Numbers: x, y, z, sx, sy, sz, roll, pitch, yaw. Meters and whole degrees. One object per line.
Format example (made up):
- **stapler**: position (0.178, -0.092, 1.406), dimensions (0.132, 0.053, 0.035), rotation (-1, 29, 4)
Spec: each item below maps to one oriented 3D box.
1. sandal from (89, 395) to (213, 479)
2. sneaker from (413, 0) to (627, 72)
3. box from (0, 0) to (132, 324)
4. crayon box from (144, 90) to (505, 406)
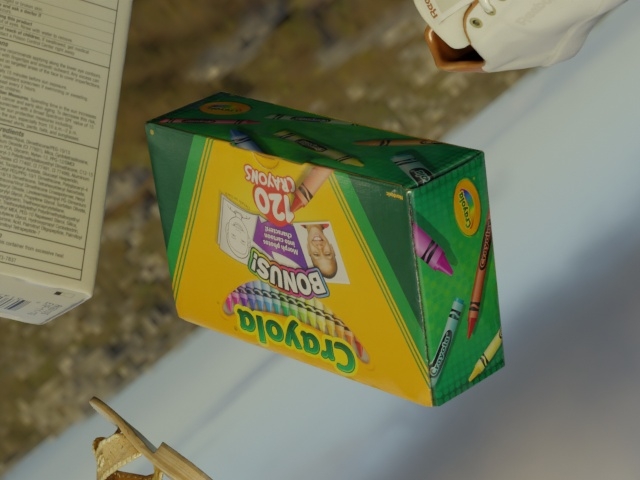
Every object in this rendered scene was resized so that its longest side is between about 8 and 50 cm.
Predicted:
- **sandal**: position (-0.188, 0.226, 1.944), dimensions (0.079, 0.088, 0.240), rotation (-52, -146, -11)
- **sneaker**: position (0.131, -0.179, 1.309), dimensions (0.123, 0.106, 0.290), rotation (-14, 161, -11)
- **box**: position (-0.246, -0.104, 1.583), dimensions (0.121, 0.148, 0.311), rotation (-27, -128, 59)
- **crayon box**: position (0.000, 0.000, 1.429), dimensions (0.081, 0.165, 0.278), rotation (-27, -151, -37)
